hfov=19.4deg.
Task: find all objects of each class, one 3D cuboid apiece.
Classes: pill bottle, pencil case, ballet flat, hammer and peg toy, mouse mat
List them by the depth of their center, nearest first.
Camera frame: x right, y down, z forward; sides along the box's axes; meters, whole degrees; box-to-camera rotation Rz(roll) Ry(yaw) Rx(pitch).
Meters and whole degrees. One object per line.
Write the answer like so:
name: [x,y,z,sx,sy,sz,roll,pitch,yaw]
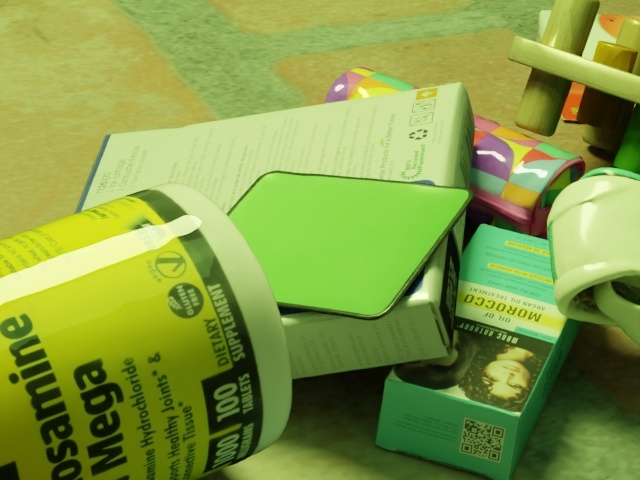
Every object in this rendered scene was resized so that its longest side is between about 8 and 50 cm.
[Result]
pill bottle: [-0.201,0.099,1.149,0.334,0.188,0.188,-21,39,-24]
mouse mat: [0.000,0.000,1.337,0.190,0.007,0.152,6,40,34]
ballet flat: [0.350,0.071,1.370,0.400,0.139,0.139,19,32,1]
pencil case: [0.104,-0.067,1.579,0.236,0.104,0.104,22,34,23]
hammer and peg toy: [0.361,-0.094,1.585,0.361,0.127,0.266,22,8,24]

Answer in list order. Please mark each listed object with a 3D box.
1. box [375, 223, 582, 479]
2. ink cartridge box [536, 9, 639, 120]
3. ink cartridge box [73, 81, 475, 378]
box: [0.127,0.077,1.384,0.100,0.060,0.244,15,32,14]
ink cartridge box: [0.296,-0.172,1.849,0.145,0.045,0.179,3,28,-5]
ink cartridge box: [-0.043,-0.002,1.427,0.307,0.072,0.303,-10,34,15]
